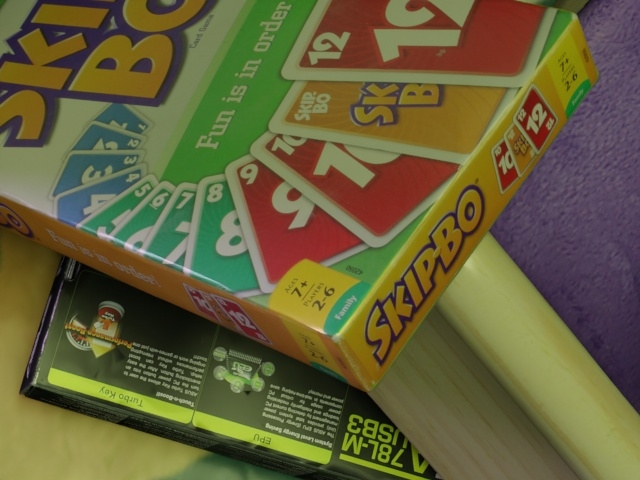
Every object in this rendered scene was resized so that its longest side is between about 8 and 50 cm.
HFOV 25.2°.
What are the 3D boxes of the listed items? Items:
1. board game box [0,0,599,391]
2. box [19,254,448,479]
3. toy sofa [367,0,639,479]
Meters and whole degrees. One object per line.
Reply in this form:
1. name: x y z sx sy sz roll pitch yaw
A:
1. board game box: -0.051 -0.047 0.475 0.124 0.259 0.039 -52 136 -21
2. box: 0.000 0.000 0.567 0.191 0.045 0.184 18 75 -14
3. toy sofa: 0.171 -0.057 0.528 0.150 0.177 0.362 50 63 -15
